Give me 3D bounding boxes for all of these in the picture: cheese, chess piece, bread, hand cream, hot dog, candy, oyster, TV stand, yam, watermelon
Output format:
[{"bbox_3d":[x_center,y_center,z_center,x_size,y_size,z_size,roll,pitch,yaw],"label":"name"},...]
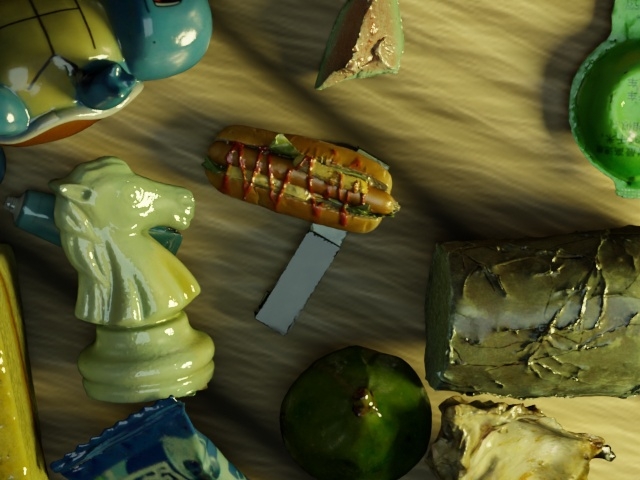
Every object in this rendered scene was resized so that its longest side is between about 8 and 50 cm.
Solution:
[{"bbox_3d":[0.417,-0.211,1.900,0.204,0.083,0.320,3,92,7],"label":"cheese"},{"bbox_3d":[-0.229,0.040,1.857,0.176,0.176,0.298,-8,104,-3],"label":"chess piece"},{"bbox_3d":[-0.459,0.204,1.842,0.245,0.233,0.361,-9,105,-3],"label":"bread"},{"bbox_3d":[-0.290,-0.009,1.907,0.224,0.048,0.083,19,106,-14],"label":"hand cream"},{"bbox_3d":[-0.021,-0.077,1.871,0.250,0.076,0.104,19,94,8],"label":"hot dog"},{"bbox_3d":[-0.178,0.310,1.925,0.187,0.077,0.331,-33,133,6],"label":"candy"},{"bbox_3d":[0.217,0.288,1.927,0.221,0.096,0.361,-50,140,10],"label":"oyster"},{"bbox_3d":[0.000,0.000,1.935,0.049,0.040,0.256,30,99,-10],"label":"TV stand"},{"bbox_3d":[0.304,0.088,1.894,0.348,0.241,0.241,-3,104,-2],"label":"yam"},{"bbox_3d":[0.063,-0.257,1.868,0.101,0.080,0.155,10,87,-17],"label":"watermelon"}]

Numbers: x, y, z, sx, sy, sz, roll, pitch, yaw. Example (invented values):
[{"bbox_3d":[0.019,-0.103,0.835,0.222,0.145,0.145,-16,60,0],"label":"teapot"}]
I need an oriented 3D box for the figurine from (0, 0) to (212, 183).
[{"bbox_3d":[-0.330,-0.200,1.767,0.416,0.298,0.243,-34,138,6],"label":"figurine"}]

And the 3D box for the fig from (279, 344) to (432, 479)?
[{"bbox_3d":[0.046,0.226,1.897,0.195,0.245,0.195,0,87,-2],"label":"fig"}]
